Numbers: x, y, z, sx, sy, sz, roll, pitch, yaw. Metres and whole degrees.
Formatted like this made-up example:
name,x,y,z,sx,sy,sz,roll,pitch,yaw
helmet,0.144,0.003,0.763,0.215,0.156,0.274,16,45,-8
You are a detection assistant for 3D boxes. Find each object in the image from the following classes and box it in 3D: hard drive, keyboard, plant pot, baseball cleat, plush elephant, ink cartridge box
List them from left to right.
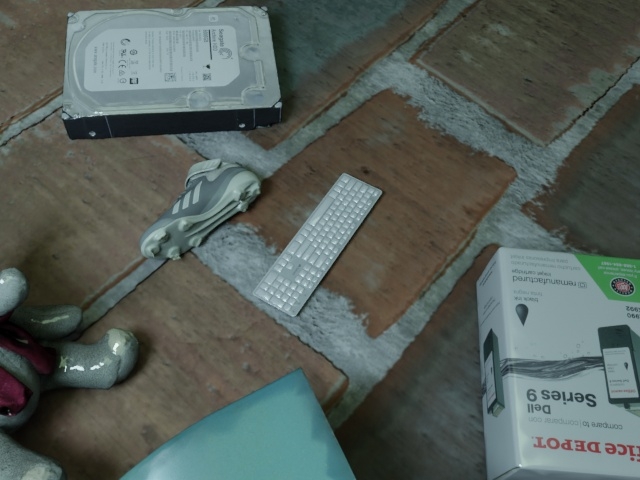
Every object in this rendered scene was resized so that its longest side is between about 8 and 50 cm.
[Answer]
name,x,y,z,sx,sy,sz,roll,pitch,yaw
plush elephant,-0.391,0.097,0.731,0.330,0.255,0.272,11,34,12
hard drive,-0.243,-0.284,1.098,0.339,0.064,0.236,-4,61,-9
baseball cleat,-0.188,-0.049,0.974,0.206,0.072,0.109,-32,54,-26
plant pot,-0.097,0.282,0.722,0.234,0.165,0.165,-21,64,-17
keyboard,0.000,0.000,0.985,0.072,0.014,0.256,30,61,11
ink cartridge box,0.324,0.168,0.857,0.211,0.121,0.289,5,60,-2
